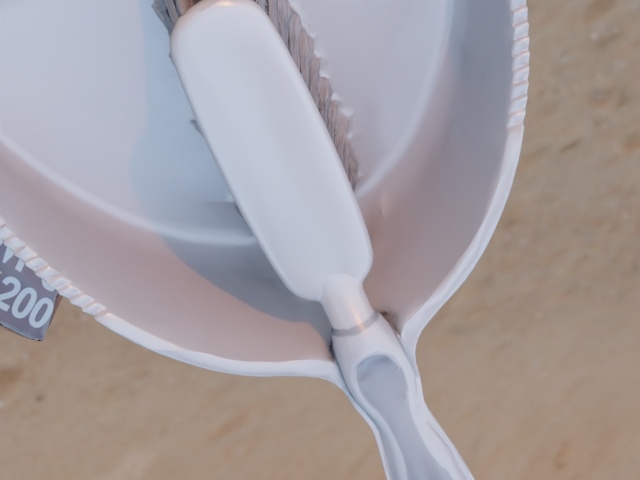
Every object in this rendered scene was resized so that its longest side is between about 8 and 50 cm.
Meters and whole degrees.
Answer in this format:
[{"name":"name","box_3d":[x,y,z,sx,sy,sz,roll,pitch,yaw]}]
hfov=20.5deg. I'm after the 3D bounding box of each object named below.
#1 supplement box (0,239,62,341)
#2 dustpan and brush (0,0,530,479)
[{"name":"supplement box","box_3d":[-0.206,-0.045,0.601,0.130,0.239,0.073,50,59,-73]},{"name":"dustpan and brush","box_3d":[0.000,0.000,0.437,0.147,0.060,0.211,-24,121,2]}]
